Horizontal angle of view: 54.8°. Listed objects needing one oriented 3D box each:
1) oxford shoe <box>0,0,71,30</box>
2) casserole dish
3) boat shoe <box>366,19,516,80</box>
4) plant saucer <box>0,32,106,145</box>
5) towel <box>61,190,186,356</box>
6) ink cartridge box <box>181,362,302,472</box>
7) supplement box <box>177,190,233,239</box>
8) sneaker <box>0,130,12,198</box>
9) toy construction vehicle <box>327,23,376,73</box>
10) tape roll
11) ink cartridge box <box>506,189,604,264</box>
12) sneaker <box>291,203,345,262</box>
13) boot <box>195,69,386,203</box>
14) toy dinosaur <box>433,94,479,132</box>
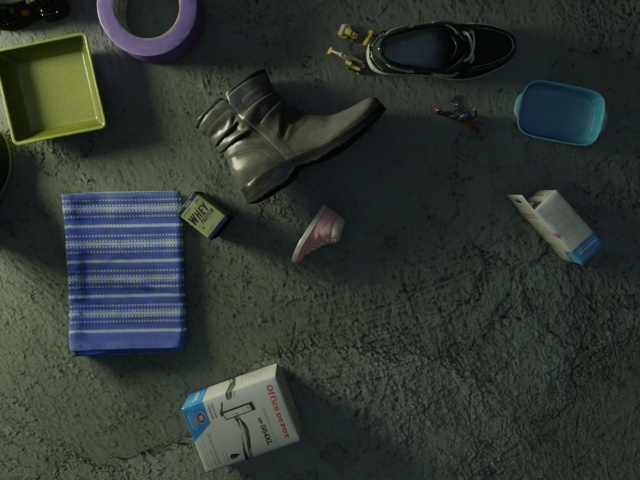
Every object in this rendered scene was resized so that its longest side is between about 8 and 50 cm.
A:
[{"bbox_3d":[-0.593,-0.470,1.201,0.227,0.083,0.096,-8,73,2],"label":"oxford shoe"},{"bbox_3d":[0.476,-0.253,1.238,0.188,0.037,0.114,10,94,-2],"label":"casserole dish"},{"bbox_3d":[0.243,-0.363,1.188,0.302,0.091,0.114,-10,100,-6],"label":"boat shoe"},{"bbox_3d":[-0.527,-0.295,1.222,0.188,0.045,0.188,-11,94,0],"label":"plant saucer"},{"bbox_3d":[-0.399,0.068,1.258,0.243,0.040,0.336,-1,95,-1],"label":"towel"},{"bbox_3d":[-0.156,0.360,1.261,0.203,0.086,0.148,-20,95,2],"label":"ink cartridge box"},{"bbox_3d":[-0.226,-0.050,1.226,0.083,0.083,0.056,39,93,-2],"label":"supplement box"},{"bbox_3d":[-0.674,-0.114,1.200,0.083,0.118,0.222,13,95,-1],"label":"sneaker"},{"bbox_3d":[0.073,-0.382,1.224,0.098,0.035,0.086,28,94,-3],"label":"toy construction vehicle"},{"bbox_3d":[-0.325,-0.444,1.194,0.189,0.080,0.189,0,96,-1],"label":"tape roll"},{"bbox_3d":[0.460,-0.042,1.221,0.061,0.104,0.181,-43,94,3],"label":"ink cartridge box"},{"bbox_3d":[0.000,0.000,1.248,0.070,0.051,0.134,33,90,2],"label":"sneaker"},{"bbox_3d":[-0.060,-0.244,1.201,0.338,0.118,0.223,-31,89,-2],"label":"boot"},{"bbox_3d":[0.271,-0.248,1.236,0.082,0.047,0.090,-8,106,19],"label":"toy dinosaur"}]
